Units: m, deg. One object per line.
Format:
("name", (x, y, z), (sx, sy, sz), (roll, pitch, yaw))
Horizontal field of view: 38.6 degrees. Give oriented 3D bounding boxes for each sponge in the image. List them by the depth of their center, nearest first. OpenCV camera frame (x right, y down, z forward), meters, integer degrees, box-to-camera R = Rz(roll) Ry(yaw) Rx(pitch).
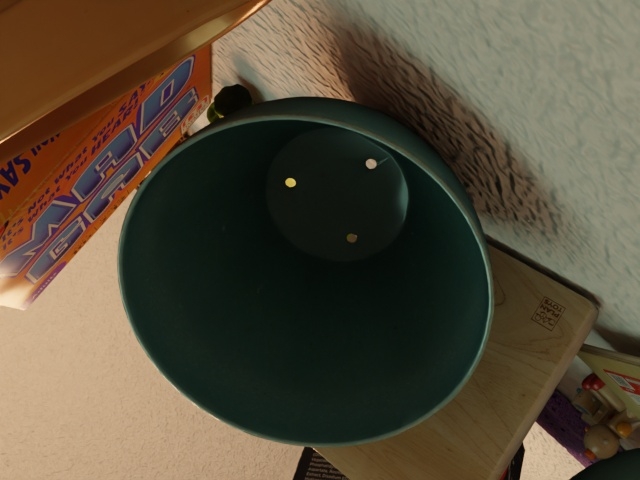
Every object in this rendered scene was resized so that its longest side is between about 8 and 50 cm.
("sponge", (0.325, 0.243, 1.224), (0.210, 0.031, 0.117), (43, 169, -8))

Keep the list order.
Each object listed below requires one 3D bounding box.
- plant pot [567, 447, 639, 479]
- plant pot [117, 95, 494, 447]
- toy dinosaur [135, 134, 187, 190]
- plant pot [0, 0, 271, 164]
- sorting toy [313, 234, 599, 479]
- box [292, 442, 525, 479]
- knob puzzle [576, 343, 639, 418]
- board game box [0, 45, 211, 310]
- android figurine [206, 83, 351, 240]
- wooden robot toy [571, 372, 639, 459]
("plant pot", (0.353, 0.373, 0.998), (0.293, 0.235, 0.293), (40, 168, 10))
("plant pot", (0.000, 0.000, 0.778), (0.290, 0.290, 0.195), (42, -154, -11))
("toy dinosaur", (-0.271, -0.128, 1.508), (0.322, 0.164, 0.218), (-120, 9, -46))
("plant pot", (-0.201, -0.188, 0.630), (0.203, 0.291, 0.291), (58, 166, -11))
("sorting toy", (0.105, 0.120, 0.891), (0.257, 0.255, 0.089), (33, -176, 37))
("box", (0.123, 0.304, 1.146), (0.179, 0.312, 0.343), (1, 139, 24))
("knob puzzle", (0.337, 0.158, 0.800), (0.213, 0.030, 0.213), (39, 169, 9))
("board game box", (-0.364, -0.178, 0.967), (0.356, 0.356, 0.356), (40, 171, -1))
("android figurine", (-0.032, -0.074, 1.077), (0.248, 0.056, 0.273), (34, 168, 29))
("wooden robot toy", (0.295, 0.192, 0.965), (0.076, 0.079, 0.173), (39, 170, 4))
